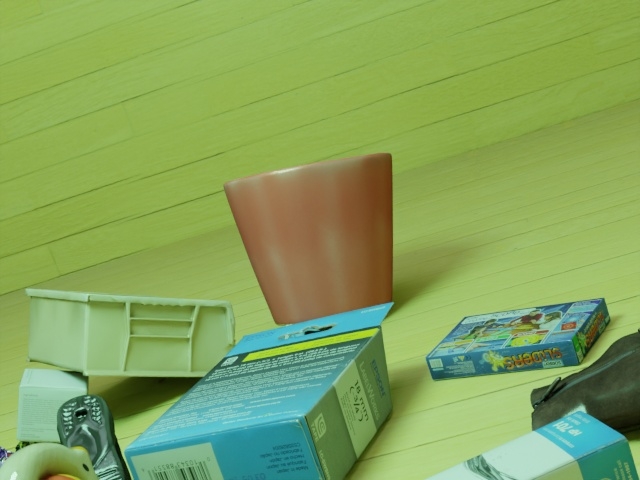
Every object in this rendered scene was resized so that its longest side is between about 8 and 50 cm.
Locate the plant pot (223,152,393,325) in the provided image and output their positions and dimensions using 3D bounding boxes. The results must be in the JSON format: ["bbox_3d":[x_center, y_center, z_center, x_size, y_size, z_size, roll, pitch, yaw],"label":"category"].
[{"bbox_3d":[0.000,0.000,1.845,0.274,0.243,0.275,-10,1,0],"label":"plant pot"}]

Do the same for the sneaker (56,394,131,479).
[{"bbox_3d":[-0.264,0.304,1.370,0.087,0.130,0.227,-16,39,-6],"label":"sneaker"}]

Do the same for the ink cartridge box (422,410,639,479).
[{"bbox_3d":[0.148,0.232,0.858,0.190,0.140,0.082,-21,13,-9],"label":"ink cartridge box"}]

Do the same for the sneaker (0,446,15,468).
[{"bbox_3d":[-0.430,0.314,1.588,0.169,0.071,0.068,-16,12,10],"label":"sneaker"}]

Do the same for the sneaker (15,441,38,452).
[{"bbox_3d":[-0.447,0.309,1.737,0.035,0.031,0.083,-26,11,-16],"label":"sneaker"}]

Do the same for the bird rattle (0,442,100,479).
[{"bbox_3d":[-0.242,0.290,1.060,0.143,0.207,0.253,-31,-13,23],"label":"bird rattle"}]

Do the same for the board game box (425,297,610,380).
[{"bbox_3d":[0.251,0.125,1.461,0.201,0.035,0.136,-11,14,35],"label":"board game box"}]

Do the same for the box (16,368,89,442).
[{"bbox_3d":[-0.402,0.249,1.733,0.102,0.087,0.101,5,8,-10],"label":"box"}]

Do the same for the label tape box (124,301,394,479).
[{"bbox_3d":[-0.047,0.203,1.396,0.240,0.106,0.333,-14,12,26],"label":"label tape box"}]

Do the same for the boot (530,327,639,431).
[{"bbox_3d":[0.310,0.166,1.126,0.207,0.090,0.248,-29,10,14],"label":"boot"}]

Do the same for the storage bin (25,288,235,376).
[{"bbox_3d":[-0.305,0.146,1.839,0.260,0.123,0.262,5,-4,-34],"label":"storage bin"}]

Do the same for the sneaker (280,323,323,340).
[{"bbox_3d":[-0.047,0.163,1.702,0.073,0.063,0.162,-8,16,32],"label":"sneaker"}]
